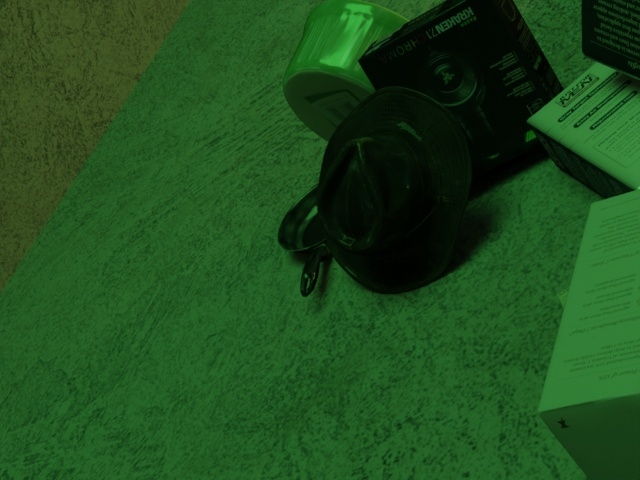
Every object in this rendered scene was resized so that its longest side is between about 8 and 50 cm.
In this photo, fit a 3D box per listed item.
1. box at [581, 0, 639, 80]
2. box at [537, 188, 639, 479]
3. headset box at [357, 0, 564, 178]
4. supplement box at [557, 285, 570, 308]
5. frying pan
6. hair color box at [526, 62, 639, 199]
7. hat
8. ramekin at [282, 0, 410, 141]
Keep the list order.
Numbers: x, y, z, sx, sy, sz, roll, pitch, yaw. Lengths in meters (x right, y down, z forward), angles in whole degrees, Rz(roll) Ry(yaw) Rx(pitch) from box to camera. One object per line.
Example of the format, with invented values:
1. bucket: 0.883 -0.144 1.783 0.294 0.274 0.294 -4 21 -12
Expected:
1. box: 0.532 -0.442 1.774 0.293 0.396 0.212 -23 35 -22
2. box: 0.409 0.100 1.482 0.215 0.168 0.345 -17 34 37
3. headset box: 0.243 -0.245 2.117 0.246 0.283 0.131 -26 14 25
4. supplement box: 0.346 0.105 1.673 0.036 0.062 0.098 -35 28 13
5. frying pan: 0.023 -0.019 2.296 0.197 0.053 0.326 -38 29 5
6. hair color box: 0.455 -0.144 1.864 0.174 0.105 0.347 -40 27 1
7. hat: 0.076 -0.079 2.035 0.331 0.134 0.331 1 92 42
8. ramekin: 0.079 -0.281 2.361 0.303 0.303 0.148 -2 52 51
